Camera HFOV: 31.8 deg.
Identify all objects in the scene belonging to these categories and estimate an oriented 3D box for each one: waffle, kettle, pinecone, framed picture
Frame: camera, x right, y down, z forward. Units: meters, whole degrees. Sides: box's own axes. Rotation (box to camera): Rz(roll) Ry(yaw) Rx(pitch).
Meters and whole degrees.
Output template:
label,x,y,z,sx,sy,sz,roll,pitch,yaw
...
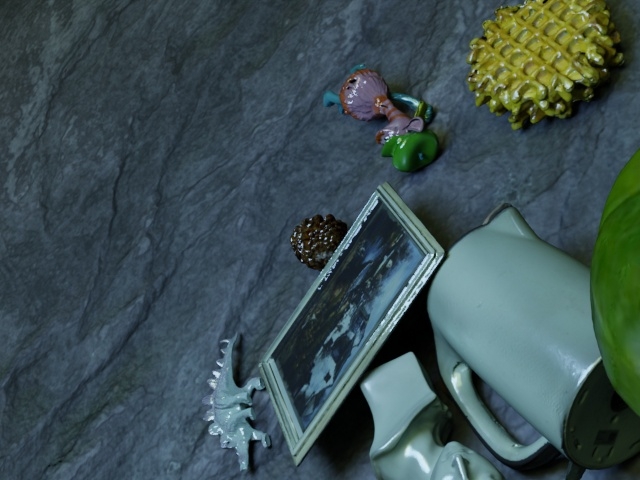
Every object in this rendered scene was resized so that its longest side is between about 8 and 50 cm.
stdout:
label,x,y,z,sx,sy,sz,roll,pitch,yaw
waffle,0.277,-0.233,1.397,0.193,0.070,0.197,-17,50,27
kettle,0.219,0.118,1.155,0.255,0.165,0.240,40,117,46
pinecone,0.000,0.000,1.445,0.077,0.077,0.083,-53,36,-5
framed picture,0.022,0.086,1.304,0.296,0.019,0.232,-57,23,11

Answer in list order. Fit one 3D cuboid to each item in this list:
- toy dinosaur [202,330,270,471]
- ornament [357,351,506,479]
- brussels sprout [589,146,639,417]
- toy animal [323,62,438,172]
label,x,y,z,sx,sy,sz,roll,pitch,yaw
toy dinosaur,-0.111,0.199,1.416,0.082,0.039,0.209,-26,49,23
ornament,0.123,0.243,1.164,0.120,0.130,0.285,-39,39,1
brussels sprout,0.390,0.013,0.887,0.355,0.281,0.289,-9,35,16
toy animal,0.087,-0.172,1.495,0.103,0.100,0.208,-17,36,-25
